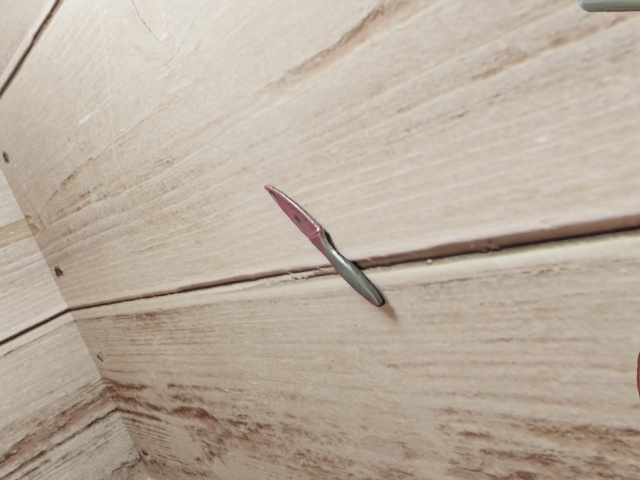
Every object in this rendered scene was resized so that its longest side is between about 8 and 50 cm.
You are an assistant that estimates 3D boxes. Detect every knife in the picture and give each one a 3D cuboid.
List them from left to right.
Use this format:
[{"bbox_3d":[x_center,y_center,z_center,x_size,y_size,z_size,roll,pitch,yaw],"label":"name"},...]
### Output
[{"bbox_3d":[0.000,0.000,0.900,0.247,0.018,0.035,46,144,23],"label":"knife"}]

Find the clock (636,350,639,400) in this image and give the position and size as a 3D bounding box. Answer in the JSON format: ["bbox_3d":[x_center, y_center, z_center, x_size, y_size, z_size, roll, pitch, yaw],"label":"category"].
[{"bbox_3d":[0.379,0.142,0.468,0.318,0.080,0.319,30,134,36],"label":"clock"}]

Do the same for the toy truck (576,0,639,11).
[{"bbox_3d":[0.210,-0.172,0.384,0.080,0.177,0.115,19,129,45],"label":"toy truck"}]
